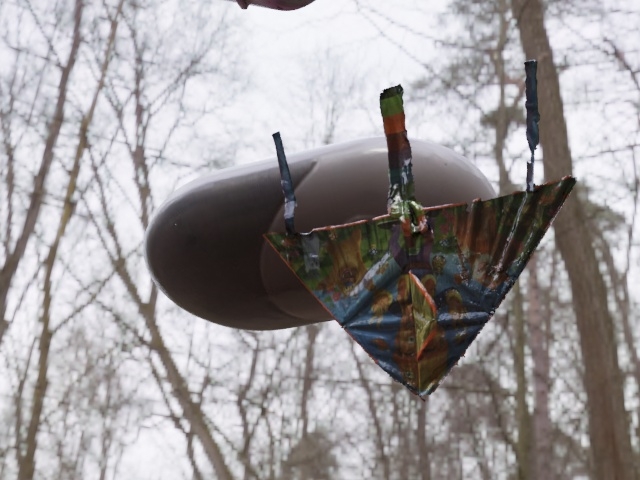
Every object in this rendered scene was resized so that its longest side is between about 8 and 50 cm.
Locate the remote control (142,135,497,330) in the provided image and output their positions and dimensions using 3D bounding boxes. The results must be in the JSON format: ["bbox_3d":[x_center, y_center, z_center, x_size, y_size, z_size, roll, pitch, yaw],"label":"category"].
[{"bbox_3d":[0.000,0.000,0.987,0.332,0.103,0.221,-11,-40,13],"label":"remote control"}]

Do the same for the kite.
[{"bbox_3d":[0.042,0.000,0.529,0.183,0.160,0.010,-11,-11,35],"label":"kite"}]

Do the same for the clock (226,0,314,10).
[{"bbox_3d":[-0.025,-0.250,0.447,0.090,0.248,0.227,19,-19,33],"label":"clock"}]
